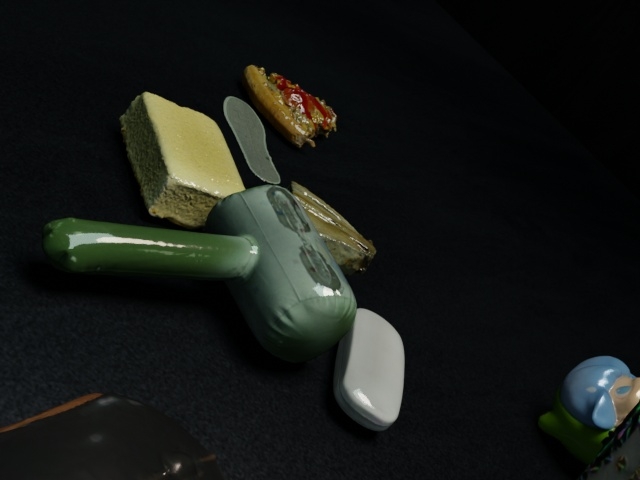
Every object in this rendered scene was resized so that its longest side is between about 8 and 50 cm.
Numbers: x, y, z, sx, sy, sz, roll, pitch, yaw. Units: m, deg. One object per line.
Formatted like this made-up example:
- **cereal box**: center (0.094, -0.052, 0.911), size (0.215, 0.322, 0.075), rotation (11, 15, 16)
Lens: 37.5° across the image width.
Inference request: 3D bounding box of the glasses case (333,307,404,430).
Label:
- **glasses case**: center (0.056, 0.142, 1.064), size (0.076, 0.049, 0.197), rotation (34, 24, -10)

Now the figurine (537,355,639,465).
- **figurine**: center (0.421, 0.230, 1.224), size (0.162, 0.263, 0.143), rotation (-23, 105, -48)

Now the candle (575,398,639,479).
- **candle**: center (0.371, 0.264, 0.973), size (0.187, 0.330, 0.187), rotation (26, 23, -12)

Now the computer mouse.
- **computer mouse**: center (-0.153, 0.193, 0.601), size (0.183, 0.116, 0.323), rotation (49, 25, 11)

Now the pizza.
- **pizza**: center (-0.029, -0.221, 1.571), size (0.199, 0.062, 0.188), rotation (3, 45, -55)

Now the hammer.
- **hammer**: center (-0.127, 0.024, 0.956), size (0.335, 0.119, 0.206), rotation (6, 39, -40)

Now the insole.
- **insole**: center (-0.106, -0.156, 1.415), size (0.080, 0.003, 0.232), rotation (23, 28, -32)

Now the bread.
- **bread**: center (-0.165, -0.090, 1.135), size (0.125, 0.068, 0.188), rotation (19, 31, -38)

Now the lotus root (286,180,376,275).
- **lotus root**: center (-0.002, 0.003, 1.205), size (0.144, 0.070, 0.143), rotation (33, 18, -5)
